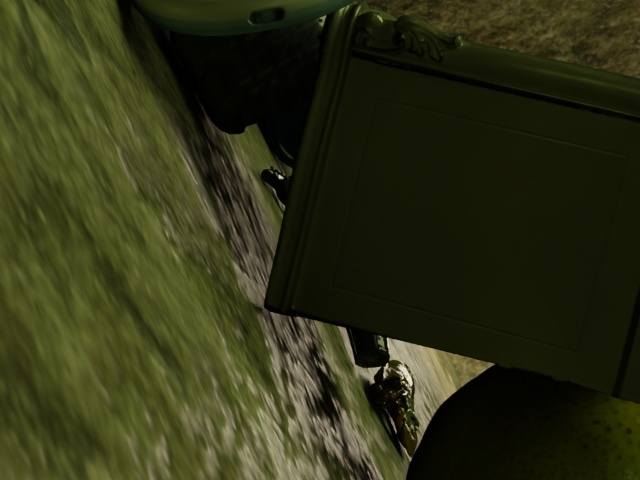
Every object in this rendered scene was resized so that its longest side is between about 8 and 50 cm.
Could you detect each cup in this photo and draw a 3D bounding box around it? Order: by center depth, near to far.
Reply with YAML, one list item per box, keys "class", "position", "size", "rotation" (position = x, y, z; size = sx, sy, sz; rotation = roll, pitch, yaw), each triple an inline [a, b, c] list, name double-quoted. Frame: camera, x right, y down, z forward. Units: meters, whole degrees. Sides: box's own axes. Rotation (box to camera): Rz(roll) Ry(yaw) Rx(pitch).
- class: "cup"
  position: [-0.015, -0.157, 1.671]
  size: [0.138, 0.113, 0.150]
  rotation: [-99, 164, -67]

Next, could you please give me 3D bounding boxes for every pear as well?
- class: "pear"
  position: [0.207, 0.231, 1.223]
  size: [0.294, 0.294, 0.294]
  rotation: [-24, 90, -85]

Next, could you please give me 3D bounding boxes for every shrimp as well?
- class: "shrimp"
  position: [0.074, 0.165, 1.546]
  size: [0.180, 0.041, 0.099]
  rotation: [51, 32, -79]

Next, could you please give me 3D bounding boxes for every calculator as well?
- class: "calculator"
  position: [-0.050, -0.211, 1.127]
  size: [0.303, 0.188, 0.042]
  rotation: [-102, -179, -64]

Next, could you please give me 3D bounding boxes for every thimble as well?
- class: "thimble"
  position: [-0.042, -0.158, 1.214]
  size: [0.098, 0.150, 0.150]
  rotation: [62, 6, -19]

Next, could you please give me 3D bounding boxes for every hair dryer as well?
- class: "hair dryer"
  position: [0.000, 0.000, 1.492]
  size: [0.219, 0.075, 0.196]
  rotation: [45, 28, -48]

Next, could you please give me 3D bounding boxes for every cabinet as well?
- class: "cabinet"
  position: [0.168, -0.028, 1.157]
  size: [0.290, 0.318, 0.228]
  rotation: [0, 103, -73]
